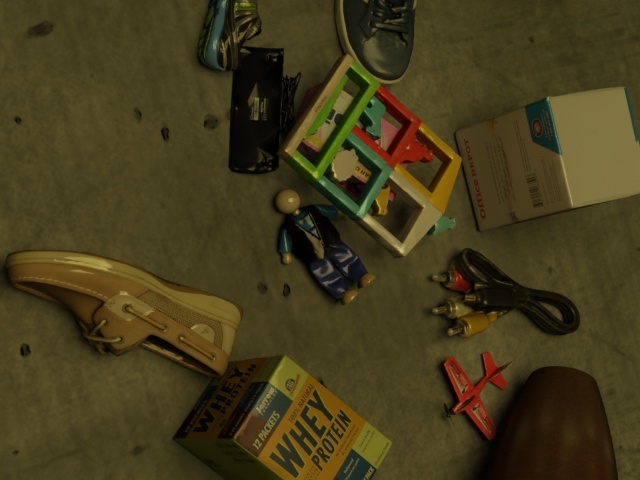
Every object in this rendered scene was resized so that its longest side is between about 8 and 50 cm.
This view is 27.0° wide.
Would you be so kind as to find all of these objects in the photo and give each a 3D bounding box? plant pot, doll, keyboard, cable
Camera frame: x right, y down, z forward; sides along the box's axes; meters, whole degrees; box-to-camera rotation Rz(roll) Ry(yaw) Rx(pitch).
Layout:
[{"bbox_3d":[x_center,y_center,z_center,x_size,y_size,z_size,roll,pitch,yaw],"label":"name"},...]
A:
[{"bbox_3d":[0.362,0.319,2.059,0.215,0.215,0.230,26,57,-24],"label":"plant pot"},{"bbox_3d":[0.000,0.000,1.974,0.129,0.046,0.189,-42,98,-17],"label":"doll"},{"bbox_3d":[-0.083,-0.189,1.970,0.100,0.038,0.192,4,82,-5],"label":"keyboard"},{"bbox_3d":[0.292,0.092,2.136,0.287,0.072,0.139,8,62,-40],"label":"cable"}]

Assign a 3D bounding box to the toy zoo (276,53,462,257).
[{"bbox_3d":[0.092,-0.110,1.976,0.293,0.030,0.192,40,66,-20],"label":"toy zoo"}]

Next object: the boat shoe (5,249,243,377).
[{"bbox_3d":[-0.260,0.097,1.773,0.341,0.121,0.110,19,73,-27],"label":"boat shoe"}]

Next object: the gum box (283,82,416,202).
[{"bbox_3d":[0.049,-0.142,2.011,0.188,0.062,0.107,32,69,-22],"label":"gum box"}]

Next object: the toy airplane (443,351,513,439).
[{"bbox_3d":[0.245,0.230,2.089,0.151,0.028,0.151,4,82,-30],"label":"toy airplane"}]

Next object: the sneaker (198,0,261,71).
[{"bbox_3d":[-0.119,-0.333,1.946,0.078,0.067,0.188,22,79,-27],"label":"sneaker"}]

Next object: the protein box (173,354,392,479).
[{"bbox_3d":[-0.053,0.272,1.818,0.201,0.200,0.136,41,66,-18],"label":"protein box"}]

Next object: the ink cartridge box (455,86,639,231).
[{"bbox_3d":[0.358,-0.126,2.083,0.168,0.232,0.171,-12,89,-32],"label":"ink cartridge box"}]

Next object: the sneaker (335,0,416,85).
[{"bbox_3d":[0.112,-0.417,2.035,0.131,0.148,0.350,3,82,-29],"label":"sneaker"}]
